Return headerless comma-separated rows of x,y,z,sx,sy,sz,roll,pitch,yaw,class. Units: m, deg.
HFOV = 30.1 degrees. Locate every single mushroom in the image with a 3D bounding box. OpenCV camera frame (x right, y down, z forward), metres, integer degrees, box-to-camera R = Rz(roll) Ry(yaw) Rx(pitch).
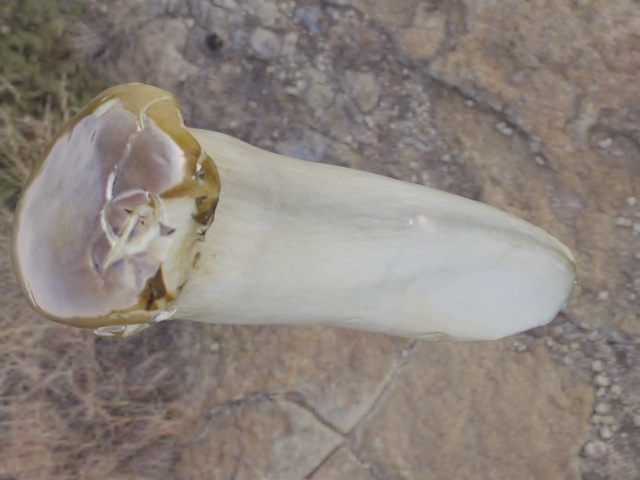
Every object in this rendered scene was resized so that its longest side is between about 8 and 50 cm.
0.000,0.000,0.420,0.071,0.209,0.084,50,123,48,mushroom
